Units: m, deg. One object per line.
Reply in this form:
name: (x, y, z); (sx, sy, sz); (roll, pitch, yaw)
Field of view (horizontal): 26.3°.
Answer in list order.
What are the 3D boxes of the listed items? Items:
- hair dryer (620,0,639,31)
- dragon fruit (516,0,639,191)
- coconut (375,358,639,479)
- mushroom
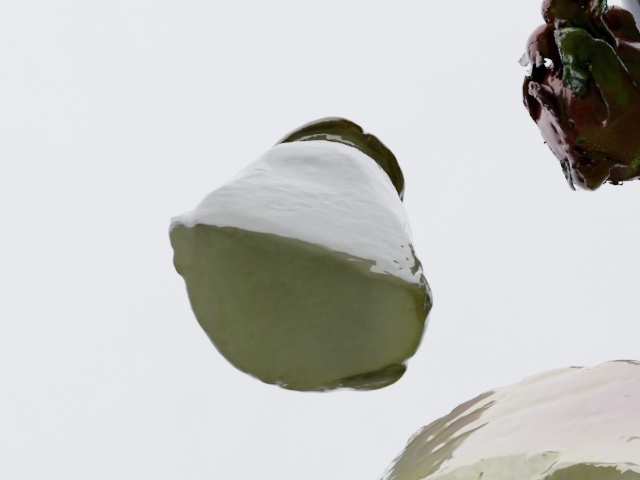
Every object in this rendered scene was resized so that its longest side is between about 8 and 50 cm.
hair dryer: (0.360, -0.175, 1.427); (0.121, 0.361, 0.301); (-47, -68, -6)
dragon fruit: (0.209, -0.118, 1.042); (0.138, 0.142, 0.175); (-63, -36, -29)
coconut: (0.099, 0.169, 0.473); (0.259, 0.259, 0.259); (-6, -74, -22)
mushroom: (-0.009, 0.002, 0.963); (0.154, 0.407, 0.137); (-7, -79, 3)
